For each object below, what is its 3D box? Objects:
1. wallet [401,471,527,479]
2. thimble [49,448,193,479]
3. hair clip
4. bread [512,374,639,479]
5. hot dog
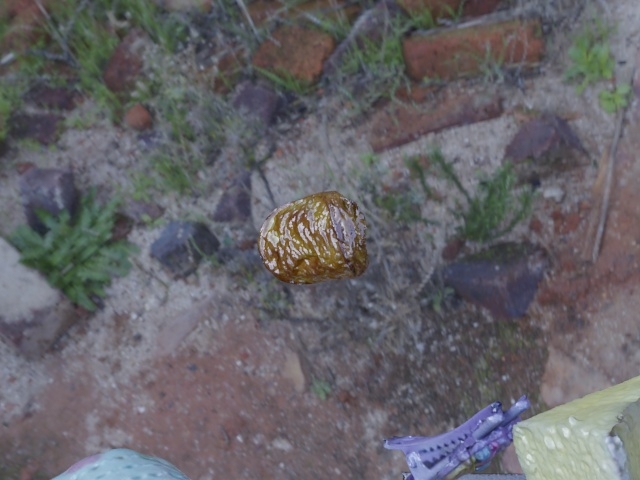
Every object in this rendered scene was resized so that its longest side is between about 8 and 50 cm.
[{"bbox_3d":[0.263,0.480,1.748,0.243,0.039,0.132,-4,63,14],"label":"wallet"},{"bbox_3d":[-0.159,0.296,0.872,0.149,0.211,0.185,23,81,53],"label":"thimble"},{"bbox_3d":[0.191,0.279,1.320,0.137,0.278,0.090,-14,78,-33],"label":"hair clip"},{"bbox_3d":[0.269,0.210,0.709,0.178,0.135,0.240,-19,91,-22],"label":"bread"},{"bbox_3d":[-0.002,-0.001,1.043,0.147,0.065,0.099,-14,90,45],"label":"hot dog"}]
